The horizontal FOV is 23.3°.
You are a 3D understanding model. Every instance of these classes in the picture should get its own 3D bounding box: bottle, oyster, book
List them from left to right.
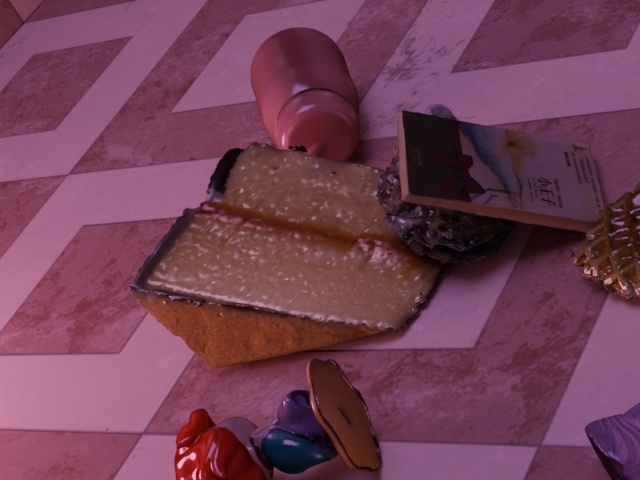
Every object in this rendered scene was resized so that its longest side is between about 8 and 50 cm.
[{"bbox_3d":[-0.027,-0.218,2.657,0.206,0.173,0.297,-56,26,22],"label":"bottle"},{"bbox_3d":[0.174,-0.080,2.239,0.198,0.112,0.268,-25,52,-19],"label":"oyster"},{"bbox_3d":[0.251,-0.097,2.185,0.289,0.026,0.201,8,38,-7],"label":"book"}]

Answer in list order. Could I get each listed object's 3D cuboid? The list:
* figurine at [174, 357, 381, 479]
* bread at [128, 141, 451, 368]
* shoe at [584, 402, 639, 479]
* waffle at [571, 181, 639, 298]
[{"bbox_3d":[-0.077,0.274,1.975,0.257,0.181,0.208,-28,59,18],"label":"figurine"},{"bbox_3d":[0.000,0.000,2.260,0.405,0.242,0.346,-12,38,35],"label":"bread"},{"bbox_3d":[0.391,0.240,1.681,0.137,0.095,0.245,-34,24,0],"label":"shoe"},{"bbox_3d":[0.444,-0.003,2.024,0.208,0.054,0.214,-41,38,-22],"label":"waffle"}]
